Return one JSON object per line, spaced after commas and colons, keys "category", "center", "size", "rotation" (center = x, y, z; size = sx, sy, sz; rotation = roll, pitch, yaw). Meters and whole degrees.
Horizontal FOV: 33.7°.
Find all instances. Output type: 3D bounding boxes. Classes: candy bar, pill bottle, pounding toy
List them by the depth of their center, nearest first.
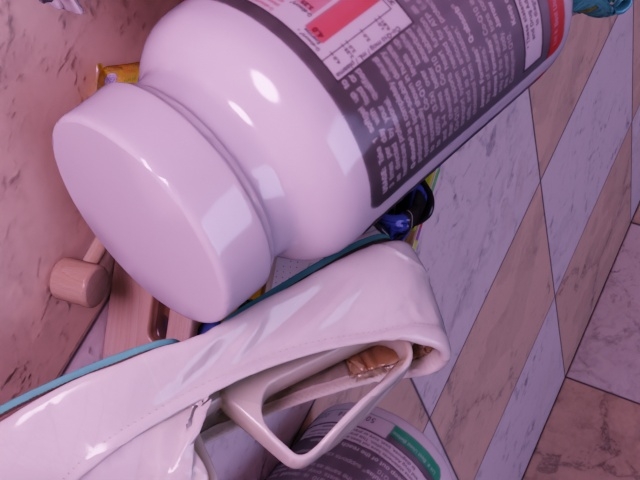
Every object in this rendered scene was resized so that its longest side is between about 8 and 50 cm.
{"category": "pill bottle", "center": [0.001, -0.117, 0.777], "size": [0.363, 0.210, 0.210], "rotation": [-41, 144, -26]}
{"category": "candy bar", "center": [-0.125, -0.124, 0.820], "size": [0.161, 0.018, 0.040], "rotation": [-24, 129, -57]}
{"category": "pounding toy", "center": [-0.116, 0.028, 0.856], "size": [0.206, 0.094, 0.181], "rotation": [-22, 127, -60]}
{"category": "pill bottle", "center": [-0.012, 0.365, 1.185], "size": [0.361, 0.204, 0.204], "rotation": [-44, 144, -45]}

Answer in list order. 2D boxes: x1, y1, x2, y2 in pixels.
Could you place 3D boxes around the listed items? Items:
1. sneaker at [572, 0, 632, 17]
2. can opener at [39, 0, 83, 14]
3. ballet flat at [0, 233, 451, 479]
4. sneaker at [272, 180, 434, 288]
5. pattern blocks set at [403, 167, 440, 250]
{"category": "sneaker", "center": [0.418, -0.396, 1.647], "size": [0.275, 0.110, 0.107], "rotation": [-16, 122, -60]}
{"category": "can opener", "center": [-0.188, -0.224, 0.547], "size": [0.093, 0.074, 0.280], "rotation": [-48, 149, -10]}
{"category": "ballet flat", "center": [-0.072, 0.122, 0.771], "size": [0.400, 0.139, 0.139], "rotation": [-25, 136, -20]}
{"category": "sneaker", "center": [0.000, -0.001, 0.973], "size": [0.127, 0.182, 0.315], "rotation": [-32, 135, -52]}
{"category": "pattern blocks set", "center": [0.112, -0.038, 1.250], "size": [0.285, 0.026, 0.324], "rotation": [38, 69, -86]}
